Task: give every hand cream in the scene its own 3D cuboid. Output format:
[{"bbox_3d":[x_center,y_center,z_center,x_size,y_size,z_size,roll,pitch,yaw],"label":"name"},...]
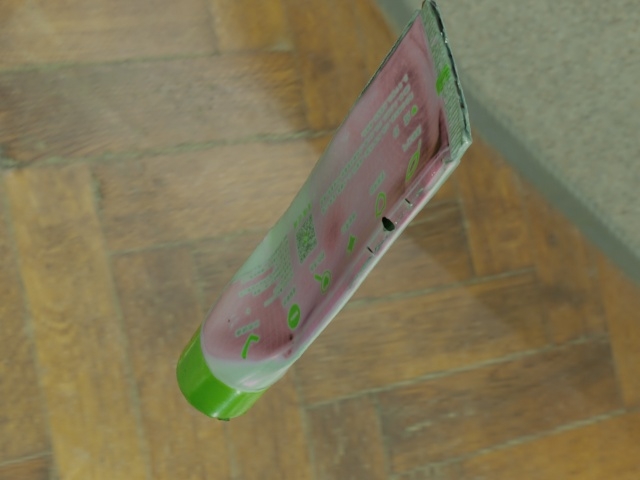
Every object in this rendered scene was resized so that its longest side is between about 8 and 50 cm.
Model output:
[{"bbox_3d":[-0.001,0.000,0.781,0.050,0.275,0.079,-19,67,-39],"label":"hand cream"}]
